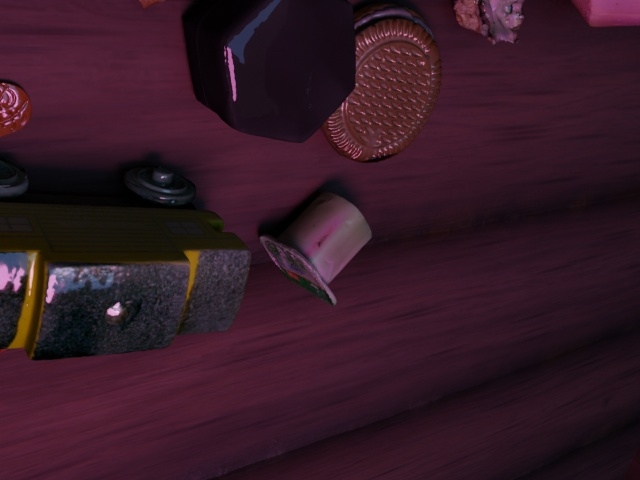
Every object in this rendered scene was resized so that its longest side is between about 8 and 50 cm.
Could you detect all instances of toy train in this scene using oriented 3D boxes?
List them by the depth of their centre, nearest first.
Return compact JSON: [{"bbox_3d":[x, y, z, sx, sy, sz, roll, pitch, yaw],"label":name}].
[{"bbox_3d":[-0.296,0.020,0.890,0.443,0.272,0.179,0,120,-37],"label":"toy train"}]

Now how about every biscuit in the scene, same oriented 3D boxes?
[{"bbox_3d":[-0.405,-0.163,0.867,0.091,0.015,0.078,-27,131,-21],"label":"biscuit"},{"bbox_3d":[0.096,-0.252,1.149,0.259,0.079,0.259,-20,128,-27],"label":"biscuit"}]

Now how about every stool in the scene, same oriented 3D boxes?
[{"bbox_3d":[-0.067,-0.257,0.978,0.232,0.141,0.232,-18,127,-27],"label":"stool"}]

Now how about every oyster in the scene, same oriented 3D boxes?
[{"bbox_3d":[0.293,-0.401,1.220,0.209,0.072,0.132,-31,129,-45],"label":"oyster"}]

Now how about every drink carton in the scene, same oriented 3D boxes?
[{"bbox_3d":[0.000,0.000,1.204,0.142,0.146,0.144,-47,136,-15],"label":"drink carton"}]

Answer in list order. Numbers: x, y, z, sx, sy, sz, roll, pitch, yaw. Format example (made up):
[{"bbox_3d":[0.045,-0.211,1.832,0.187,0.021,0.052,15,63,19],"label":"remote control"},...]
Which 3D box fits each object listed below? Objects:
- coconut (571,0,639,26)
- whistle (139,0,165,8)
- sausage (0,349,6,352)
[{"bbox_3d":[0.537,-0.491,1.233,0.233,0.246,0.232,9,90,-71],"label":"coconut"},{"bbox_3d":[-0.137,-0.357,0.898,0.220,0.107,0.057,-25,124,-4],"label":"whistle"},{"bbox_3d":[-0.521,0.116,0.920,0.274,0.074,0.074,10,111,-42],"label":"sausage"}]
